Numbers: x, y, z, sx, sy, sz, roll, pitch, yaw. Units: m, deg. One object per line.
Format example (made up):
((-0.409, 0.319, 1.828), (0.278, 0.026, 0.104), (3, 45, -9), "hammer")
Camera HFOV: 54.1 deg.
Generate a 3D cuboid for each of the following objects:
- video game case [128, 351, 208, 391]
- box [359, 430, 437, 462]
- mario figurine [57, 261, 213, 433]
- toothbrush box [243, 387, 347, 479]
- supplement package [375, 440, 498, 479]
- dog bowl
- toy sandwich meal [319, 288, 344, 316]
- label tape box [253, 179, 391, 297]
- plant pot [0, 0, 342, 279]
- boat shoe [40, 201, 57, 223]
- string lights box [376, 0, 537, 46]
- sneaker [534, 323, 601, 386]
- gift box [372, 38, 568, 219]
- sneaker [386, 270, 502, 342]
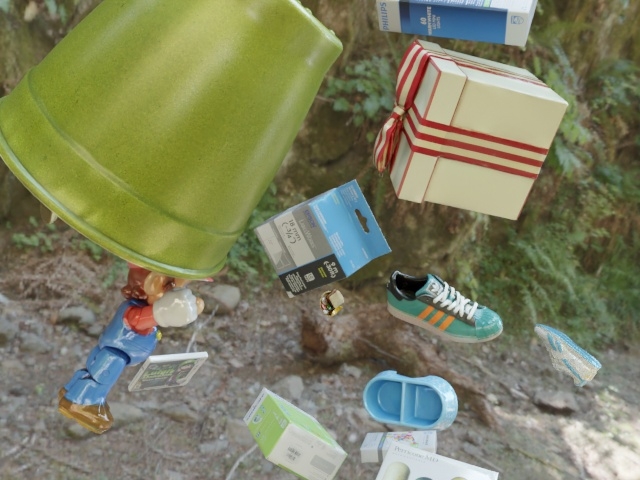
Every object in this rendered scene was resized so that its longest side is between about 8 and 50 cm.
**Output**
((-0.457, 0.394, 1.884), (0.190, 0.173, 0.022), (4, 48, -40), "video game case")
((0.204, 0.530, 1.616), (0.186, 0.038, 0.145), (-5, -1, 13), "box")
((-0.262, 0.144, 0.981), (0.198, 0.321, 0.170), (24, -11, 35), "mario figurine")
((-0.079, 0.560, 1.793), (0.206, 0.122, 0.283), (36, -5, -20), "toothbrush box")
((0.168, 0.524, 1.053), (0.199, 0.198, 0.263), (11, 33, 20), "supplement package")
((0.262, 0.490, 1.909), (0.297, 0.166, 0.074), (1, -7, 31), "dog bowl")
((0.035, 0.188, 1.886), (0.085, 0.086, 0.029), (4, -12, -39), "toy sandwich meal")
((0.000, 0.000, 1.829), (0.241, 0.333, 0.106), (62, 34, -8), "label tape box")
((-0.167, -0.202, 0.834), (0.366, 0.353, 0.366), (39, 14, -12), "plant pot")
((-0.593, -0.112, 1.417), (0.056, 0.153, 0.048), (11, 4, 33), "boat shoe")
((0.241, -0.427, 1.096), (0.259, 0.134, 0.077), (13, -25, 19), "string lights box")
((0.726, 0.339, 1.896), (0.087, 0.092, 0.229), (13, 24, -40), "sneaker")
((0.235, -0.201, 1.126), (0.257, 0.255, 0.276), (11, 24, -10), "gift box")
((0.296, 0.157, 1.540), (0.302, 0.121, 0.108), (14, 45, 28), "sneaker")
